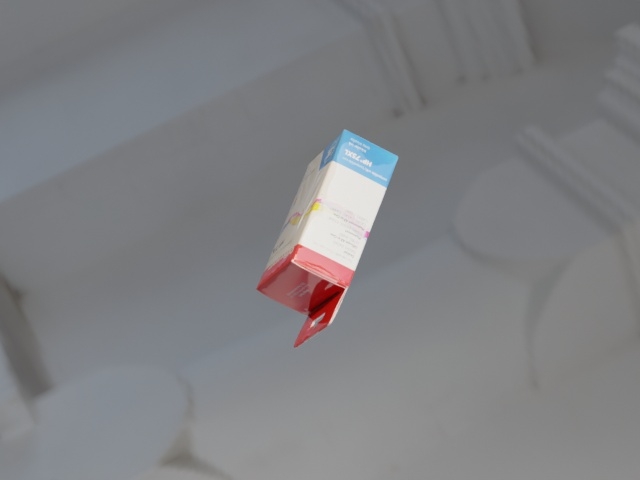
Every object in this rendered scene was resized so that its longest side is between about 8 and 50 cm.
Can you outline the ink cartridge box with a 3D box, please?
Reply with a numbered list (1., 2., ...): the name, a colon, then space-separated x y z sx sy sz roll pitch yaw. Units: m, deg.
1. ink cartridge box: 0.000 0.000 1.909 0.078 0.231 0.134 27 -25 -11
